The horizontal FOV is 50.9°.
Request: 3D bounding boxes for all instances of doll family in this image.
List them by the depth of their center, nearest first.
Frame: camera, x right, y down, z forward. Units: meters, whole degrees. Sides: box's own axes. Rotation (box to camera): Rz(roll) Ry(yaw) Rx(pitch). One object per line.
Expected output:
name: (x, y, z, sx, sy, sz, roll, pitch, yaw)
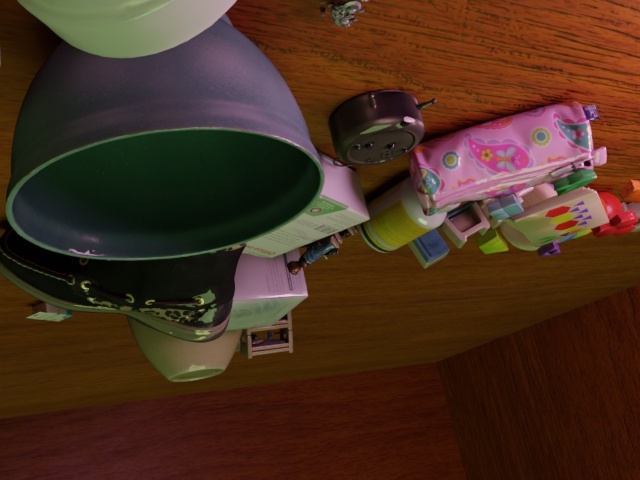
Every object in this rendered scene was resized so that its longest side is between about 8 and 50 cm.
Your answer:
doll family: (0.000, 0.000, 1.217, 0.111, 0.076, 0.193, -28, 179, 25)

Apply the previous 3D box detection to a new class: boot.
boot: (-0.285, -0.003, 1.003, 0.378, 0.138, 0.284, 22, 133, -7)

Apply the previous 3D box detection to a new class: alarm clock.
alarm clock: (0.072, -0.146, 0.960, 0.130, 0.064, 0.192, -2, 162, -27)

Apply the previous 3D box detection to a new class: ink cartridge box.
ink cartridge box: (-0.054, -0.053, 1.094, 0.213, 0.093, 0.154, -24, 157, 28)
ink cartridge box: (-0.586, 0.152, 1.451, 0.048, 0.028, 0.083, -22, 159, 25)

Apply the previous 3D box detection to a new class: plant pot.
plant pot: (-0.158, -0.121, 0.674, 0.293, 0.196, 0.293, -10, 161, -4)
plant pot: (-0.305, 0.226, 1.591, 0.284, 0.190, 0.284, -11, 162, -4)

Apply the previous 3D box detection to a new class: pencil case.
pencil case: (0.282, -0.126, 1.045, 0.284, 0.124, 0.124, -14, 161, 5)

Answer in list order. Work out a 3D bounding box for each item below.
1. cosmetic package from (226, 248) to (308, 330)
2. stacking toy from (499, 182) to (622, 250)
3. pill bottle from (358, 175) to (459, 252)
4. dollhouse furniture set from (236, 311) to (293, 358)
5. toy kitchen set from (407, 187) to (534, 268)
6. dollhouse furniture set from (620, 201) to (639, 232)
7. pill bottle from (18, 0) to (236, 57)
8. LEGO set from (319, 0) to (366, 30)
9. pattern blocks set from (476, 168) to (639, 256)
cosmetic package: (-0.178, 0.096, 1.380, 0.225, 0.138, 0.224, -1, 158, -25)
stacking toy: (0.521, -0.059, 1.411, 0.331, 0.141, 0.141, -5, 161, -40)
pill bottle: (0.159, -0.055, 1.202, 0.103, 0.103, 0.184, 4, 156, -39)
dollhouse furniture set: (-0.173, 0.236, 1.853, 0.130, 0.128, 0.184, -3, -177, -26)
toy kitchen set: (0.262, -0.069, 1.265, 0.207, 0.122, 0.166, -29, 164, -13)
dollhouse furniture set: (0.822, -0.045, 1.536, 0.303, 0.173, 0.356, 3, 156, -36)
pill bottle: (-0.156, -0.247, 0.287, 0.210, 0.210, 0.363, -15, 161, 9)
LEGO set: (0.022, -0.243, 0.698, 0.054, 0.023, 0.083, -23, 159, 29)
pattern blocks set: (0.407, -0.039, 1.144, 0.286, 0.026, 0.325, -18, 157, 15)
